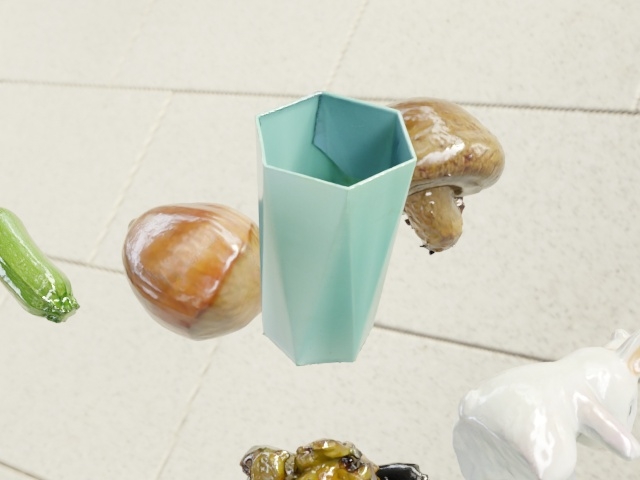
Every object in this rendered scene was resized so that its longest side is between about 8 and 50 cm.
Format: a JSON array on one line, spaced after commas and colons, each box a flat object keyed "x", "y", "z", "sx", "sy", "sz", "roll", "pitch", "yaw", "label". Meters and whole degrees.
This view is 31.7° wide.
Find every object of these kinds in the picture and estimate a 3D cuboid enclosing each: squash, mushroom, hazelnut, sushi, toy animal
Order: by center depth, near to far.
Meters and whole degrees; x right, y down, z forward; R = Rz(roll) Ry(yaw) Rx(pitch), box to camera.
[{"x": 0.267, "y": 0.178, "z": 1.151, "sx": 0.140, "sy": 0.283, "sz": 0.138, "roll": -37, "pitch": 71, "yaw": 59, "label": "toy animal"}, {"x": 0.013, "y": 0.313, "z": 1.250, "sx": 0.200, "sy": 0.204, "sz": 0.213, "roll": -29, "pitch": 69, "yaw": 20, "label": "sushi"}, {"x": -0.158, "y": 0.033, "z": 1.447, "sx": 0.214, "sy": 0.214, "sz": 0.176, "roll": 29, "pitch": 89, "yaw": 43, "label": "hazelnut"}, {"x": -0.397, "y": 0.032, "z": 1.501, "sx": 0.219, "sy": 0.077, "sz": 0.068, "roll": 44, "pitch": 115, "yaw": 27, "label": "squash"}, {"x": 0.141, "y": -0.099, "z": 1.686, "sx": 0.263, "sy": 0.283, "sz": 0.195, "roll": -17, "pitch": 55, "yaw": 2, "label": "mushroom"}]

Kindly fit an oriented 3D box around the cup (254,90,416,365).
[{"x": 0.000, "y": 0.000, "z": 1.034, "sx": 0.148, "sy": 0.235, "sz": 0.134, "roll": 20, "pitch": 40, "yaw": 15, "label": "cup"}]
